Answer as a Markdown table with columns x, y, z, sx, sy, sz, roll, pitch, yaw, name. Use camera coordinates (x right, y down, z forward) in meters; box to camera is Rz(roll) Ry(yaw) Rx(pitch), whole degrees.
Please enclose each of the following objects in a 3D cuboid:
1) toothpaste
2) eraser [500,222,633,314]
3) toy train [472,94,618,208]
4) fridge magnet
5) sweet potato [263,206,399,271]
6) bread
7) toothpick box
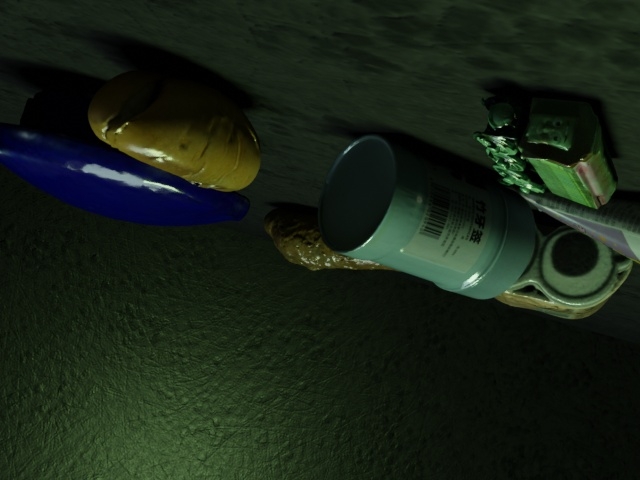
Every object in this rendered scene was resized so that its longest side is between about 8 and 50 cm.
| x | y | z | sx | sy | sz | roll | pitch | yaw | name |
| --- | --- | --- | --- | --- | --- | --- | --- | --- | --- |
| 0.272 | 0.006 | 0.717 | 0.114 | 0.073 | 0.299 | 18 | -177 | -33 | toothpaste |
| 0.242 | 0.032 | 1.058 | 0.171 | 0.087 | 0.290 | 11 | 176 | 15 | eraser |
| 0.136 | -0.050 | 0.578 | 0.071 | 0.038 | 0.148 | 14 | 177 | 22 | toy train |
| -0.197 | -0.077 | 0.975 | 0.266 | 0.112 | 0.265 | 15 | 177 | 1 | fridge magnet |
| -0.001 | 0.001 | 1.527 | 0.114 | 0.092 | 0.342 | -5 | -167 | -45 | sweet potato |
| -0.105 | -0.087 | 0.747 | 0.114 | 0.077 | 0.189 | 35 | -177 | 15 | bread |
| 0.088 | -0.017 | 0.798 | 0.153 | 0.101 | 0.101 | 19 | 175 | -34 | toothpick box |
